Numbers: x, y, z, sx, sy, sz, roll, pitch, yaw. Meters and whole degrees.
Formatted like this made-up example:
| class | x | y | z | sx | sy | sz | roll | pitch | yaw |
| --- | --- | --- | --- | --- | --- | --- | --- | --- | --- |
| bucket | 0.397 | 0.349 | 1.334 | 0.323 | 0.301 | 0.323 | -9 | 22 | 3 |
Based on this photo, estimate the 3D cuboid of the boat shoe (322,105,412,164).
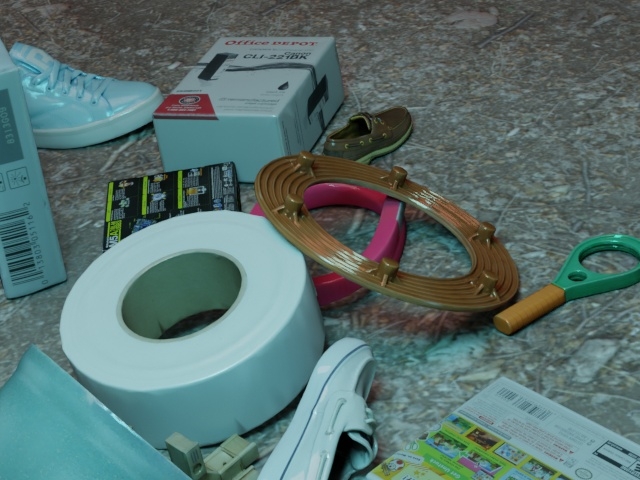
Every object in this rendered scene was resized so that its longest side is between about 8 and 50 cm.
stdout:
| class | x | y | z | sx | sy | sz | roll | pitch | yaw |
| --- | --- | --- | --- | --- | --- | --- | --- | --- | --- |
| boat shoe | 0.070 | -0.155 | 1.947 | 0.064 | 0.060 | 0.178 | 19 | 41 | 38 |

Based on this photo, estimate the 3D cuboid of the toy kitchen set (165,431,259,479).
| class | x | y | z | sx | sy | sz | roll | pitch | yaw |
| --- | --- | --- | --- | --- | --- | --- | --- | --- | --- |
| toy kitchen set | -0.097 | 0.217 | 1.364 | 0.068 | 0.075 | 0.083 | 23 | 47 | 39 |

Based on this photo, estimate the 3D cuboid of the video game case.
| class | x | y | z | sx | sy | sz | roll | pitch | yaw |
| --- | --- | --- | --- | --- | --- | --- | --- | --- | --- |
| video game case | 0.194 | 0.231 | 1.317 | 0.206 | 0.026 | 0.227 | -30 | 38 | -31 |

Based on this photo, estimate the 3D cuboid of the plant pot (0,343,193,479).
| class | x | y | z | sx | sy | sz | roll | pitch | yaw |
| --- | --- | --- | --- | --- | --- | --- | --- | --- | --- |
| plant pot | -0.202 | 0.258 | 1.168 | 0.196 | 0.293 | 0.293 | -50 | 44 | -12 |

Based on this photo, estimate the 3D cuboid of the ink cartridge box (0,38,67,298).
| class | x | y | z | sx | sy | sz | roll | pitch | yaw |
| --- | --- | --- | --- | --- | --- | --- | --- | --- | --- |
| ink cartridge box | -0.450 | -0.146 | 1.827 | 0.091 | 0.308 | 0.385 | -17 | 32 | -16 |

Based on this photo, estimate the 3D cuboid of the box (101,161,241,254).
| class | x | y | z | sx | sy | sz | roll | pitch | yaw |
| --- | --- | --- | --- | --- | --- | --- | --- | --- | --- |
| box | -0.199 | -0.033 | 1.835 | 0.184 | 0.045 | 0.191 | -12 | 32 | 0 |

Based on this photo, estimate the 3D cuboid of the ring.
| class | x | y | z | sx | sy | sz | roll | pitch | yaw |
| --- | --- | --- | --- | --- | --- | --- | --- | --- | --- |
| ring | 0.084 | -0.022 | 1.604 | 0.336 | 0.032 | 0.336 | 20 | 24 | -9 |

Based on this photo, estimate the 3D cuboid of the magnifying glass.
| class | x | y | z | sx | sy | sz | roll | pitch | yaw |
| --- | --- | --- | --- | --- | --- | --- | --- | --- | --- |
| magnifying glass | 0.295 | 0.050 | 1.590 | 0.231 | 0.026 | 0.092 | -28 | 36 | -28 |

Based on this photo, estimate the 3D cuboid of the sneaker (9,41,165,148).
| class | x | y | z | sx | sy | sz | roll | pitch | yaw |
| --- | --- | --- | --- | --- | --- | --- | --- | --- | --- |
| sneaker | -0.429 | -0.234 | 2.119 | 0.365 | 0.150 | 0.135 | -4 | 32 | 7 |

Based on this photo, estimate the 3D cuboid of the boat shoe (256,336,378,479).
| class | x | y | z | sx | sy | sz | roll | pitch | yaw |
| --- | --- | --- | --- | --- | --- | --- | --- | --- | --- |
| boat shoe | 0.017 | 0.202 | 1.360 | 0.084 | 0.095 | 0.258 | 9 | 46 | 22 |

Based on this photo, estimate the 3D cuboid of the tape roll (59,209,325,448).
| class | x | y | z | sx | sy | sz | roll | pitch | yaw |
| --- | --- | --- | --- | --- | --- | --- | --- | --- | --- |
| tape roll | -0.140 | 0.093 | 1.512 | 0.286 | 0.100 | 0.286 | -11 | 39 | 9 |

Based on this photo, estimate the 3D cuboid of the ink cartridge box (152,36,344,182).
| class | x | y | z | sx | sy | sz | roll | pitch | yaw |
| --- | --- | --- | --- | --- | --- | --- | --- | --- | --- |
| ink cartridge box | -0.100 | -0.200 | 2.013 | 0.197 | 0.114 | 0.273 | 3 | 32 | 19 |

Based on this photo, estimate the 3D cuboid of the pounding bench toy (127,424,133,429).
| class | x | y | z | sx | sy | sz | roll | pitch | yaw |
| --- | --- | --- | --- | --- | --- | --- | --- | --- | --- |
| pounding bench toy | -0.226 | 0.235 | 1.377 | 0.052 | 0.065 | 0.083 | 6 | 34 | 21 |

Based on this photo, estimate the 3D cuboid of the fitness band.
| class | x | y | z | sx | sy | sz | roll | pitch | yaw |
| --- | --- | --- | --- | --- | --- | --- | --- | --- | --- |
| fitness band | 0.000 | 0.000 | 1.727 | 0.209 | 0.054 | 0.291 | -2 | 31 | 16 |
